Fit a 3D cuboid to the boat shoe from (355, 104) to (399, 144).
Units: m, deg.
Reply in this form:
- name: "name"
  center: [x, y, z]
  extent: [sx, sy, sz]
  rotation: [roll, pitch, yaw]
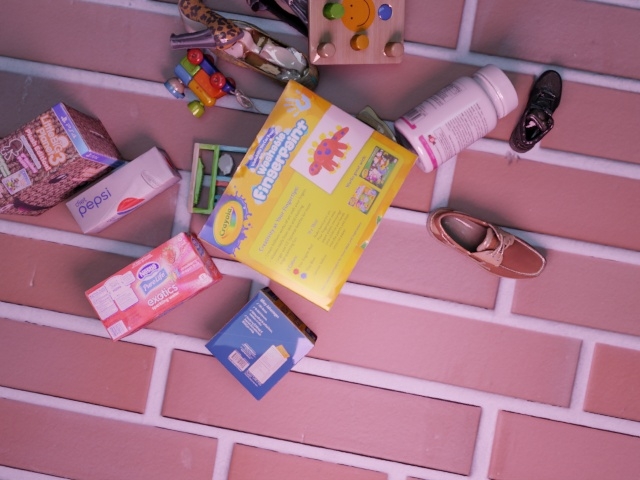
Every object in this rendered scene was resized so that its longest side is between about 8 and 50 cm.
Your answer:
- name: "boat shoe"
  center: [0.149, -0.291, 1.565]
  extent: [0.048, 0.056, 0.153]
  rotation: [-39, 63, 5]

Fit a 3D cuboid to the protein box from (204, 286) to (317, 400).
- name: "protein box"
  center: [-0.149, 0.262, 1.554]
  extent: [0.201, 0.136, 0.200]
  rotation: [-45, 88, 2]

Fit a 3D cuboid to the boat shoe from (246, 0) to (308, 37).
- name: "boat shoe"
  center: [-0.136, -0.640, 1.565]
  extent: [0.340, 0.127, 0.113]
  rotation: [31, 79, -7]

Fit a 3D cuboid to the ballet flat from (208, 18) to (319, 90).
- name: "ballet flat"
  center: [-0.161, -0.499, 1.570]
  extent: [0.349, 0.123, 0.123]
  rotation: [28, 91, 3]

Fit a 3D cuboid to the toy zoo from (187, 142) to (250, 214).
- name: "toy zoo"
  center: [-0.202, -0.153, 1.612]
  extent: [0.294, 0.030, 0.192]
  rotation: [7, 90, 3]

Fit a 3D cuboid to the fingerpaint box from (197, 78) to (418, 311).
- name: "fingerpaint box"
  center: [-0.034, -0.108, 1.511]
  extent: [0.371, 0.163, 0.444]
  rotation: [30, 88, -6]

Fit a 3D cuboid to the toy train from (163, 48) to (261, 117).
- name: "toy train"
  center: [-0.291, -0.379, 1.588]
  extent: [0.143, 0.105, 0.248]
  rotation: [-43, 88, 12]

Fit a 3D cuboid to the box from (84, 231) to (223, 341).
- name: "box"
  center: [-0.429, 0.116, 1.565]
  extent: [0.300, 0.142, 0.154]
  rotation: [-32, 88, 2]

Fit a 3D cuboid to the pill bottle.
- name: "pill bottle"
  center: [0.343, -0.312, 1.522]
  extent: [0.283, 0.160, 0.160]
  rotation: [-34, 88, 2]

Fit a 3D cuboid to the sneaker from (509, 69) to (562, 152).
- name: "sneaker"
  center: [0.567, -0.337, 1.528]
  extent: [0.087, 0.130, 0.227]
  rotation: [28, 89, 1]

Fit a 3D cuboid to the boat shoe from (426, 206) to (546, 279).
- name: "boat shoe"
  center: [0.426, 0.013, 1.537]
  extent: [0.325, 0.116, 0.123]
  rotation: [22, 91, 3]

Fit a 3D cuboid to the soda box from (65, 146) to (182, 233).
- name: "soda box"
  center: [-0.519, -0.131, 1.597]
  extent: [0.286, 0.091, 0.098]
  rotation: [-32, 89, 2]

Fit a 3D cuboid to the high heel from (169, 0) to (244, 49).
- name: "high heel"
  center: [-0.276, -0.588, 1.558]
  extent: [0.186, 0.093, 0.261]
  rotation: [-2, 58, 7]

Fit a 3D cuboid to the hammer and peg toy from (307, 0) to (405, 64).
- name: "hammer and peg toy"
  center: [0.098, -0.622, 1.480]
  extent: [0.266, 0.127, 0.361]
  rotation: [-5, 109, -16]

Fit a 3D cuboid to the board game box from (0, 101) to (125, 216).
- name: "board game box"
  center: [-0.696, -0.198, 1.536]
  extent: [0.291, 0.232, 0.141]
  rotation: [-31, 89, 3]
